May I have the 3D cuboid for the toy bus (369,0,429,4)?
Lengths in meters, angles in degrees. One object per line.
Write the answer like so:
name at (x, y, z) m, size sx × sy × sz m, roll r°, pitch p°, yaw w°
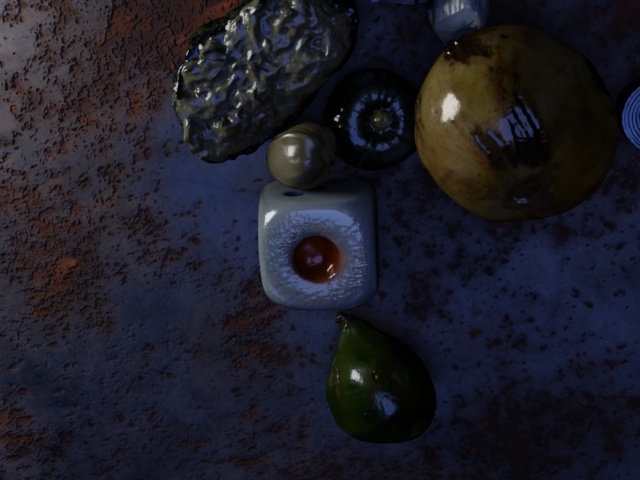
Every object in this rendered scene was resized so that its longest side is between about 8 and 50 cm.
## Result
toy bus at (0.118, -0.465, 1.822) m, size 0.108 × 0.096 × 0.199 m, roll -7°, pitch 106°, yaw 10°

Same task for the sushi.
sushi at (-0.092, -0.284, 1.859) m, size 0.350 × 0.171 × 0.211 m, roll -39°, pitch 104°, yaw 16°

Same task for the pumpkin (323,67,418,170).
pumpkin at (0.085, -0.196, 1.902) m, size 0.167 × 0.125 × 0.167 m, roll 3°, pitch 105°, yaw 13°

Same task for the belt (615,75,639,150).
belt at (0.577, -0.203, 1.889) m, size 0.190 × 0.082 × 0.141 m, roll -1°, pitch 106°, yaw 5°

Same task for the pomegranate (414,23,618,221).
pomegranate at (0.297, -0.177, 1.812) m, size 0.322 × 0.322 × 0.322 m, roll 1°, pitch 109°, yaw 3°

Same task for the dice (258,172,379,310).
dice at (0.000, 0.000, 1.940) m, size 0.193 × 0.192 × 0.194 m, roll -3°, pitch 107°, yaw 6°

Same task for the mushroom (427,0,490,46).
mushroom at (0.233, -0.435, 1.827) m, size 0.099 × 0.096 × 0.278 m, roll 11°, pitch 105°, yaw -1°

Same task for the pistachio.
pistachio at (-0.032, -0.134, 1.866) m, size 0.113 × 0.113 × 0.149 m, roll 53°, pitch 147°, yaw -13°

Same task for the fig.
fig at (0.098, 0.232, 2.025) m, size 0.195 × 0.195 × 0.245 m, roll -15°, pitch 79°, yaw 9°
